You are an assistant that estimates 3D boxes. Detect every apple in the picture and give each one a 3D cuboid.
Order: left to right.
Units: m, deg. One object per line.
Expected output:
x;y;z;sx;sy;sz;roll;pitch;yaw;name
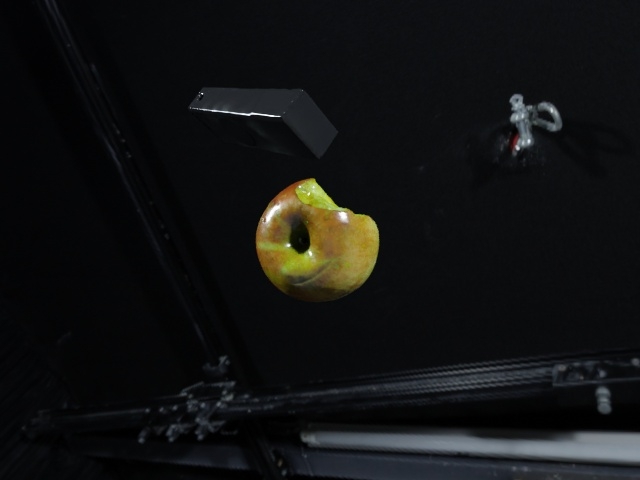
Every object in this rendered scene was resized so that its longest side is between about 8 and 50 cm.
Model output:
0.000;0.000;1.113;0.246;0.226;0.246;0;-89;24;apple

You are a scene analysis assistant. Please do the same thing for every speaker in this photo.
-0.082;-0.157;0.720;0.218;0.044;0.082;18;-18;45;speaker
